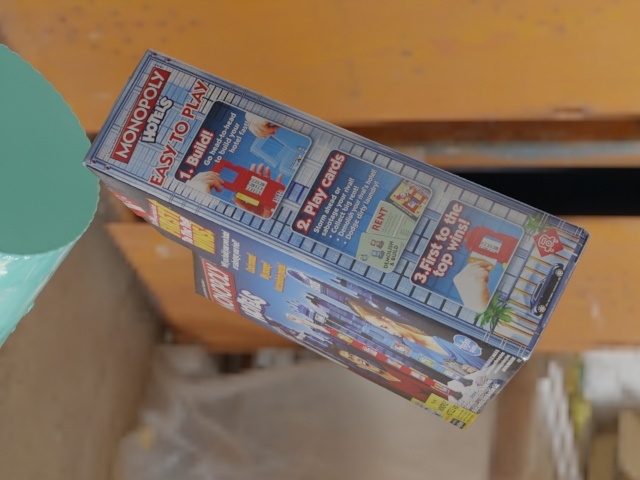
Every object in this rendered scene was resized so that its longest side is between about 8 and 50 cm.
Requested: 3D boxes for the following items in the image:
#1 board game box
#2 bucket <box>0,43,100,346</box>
[{"bbox_3d":[0.000,0.000,0.805,0.060,0.194,0.194,-61,176,-14],"label":"board game box"},{"bbox_3d":[-0.327,-0.037,1.534,0.281,0.183,0.281,29,38,-26],"label":"bucket"}]
